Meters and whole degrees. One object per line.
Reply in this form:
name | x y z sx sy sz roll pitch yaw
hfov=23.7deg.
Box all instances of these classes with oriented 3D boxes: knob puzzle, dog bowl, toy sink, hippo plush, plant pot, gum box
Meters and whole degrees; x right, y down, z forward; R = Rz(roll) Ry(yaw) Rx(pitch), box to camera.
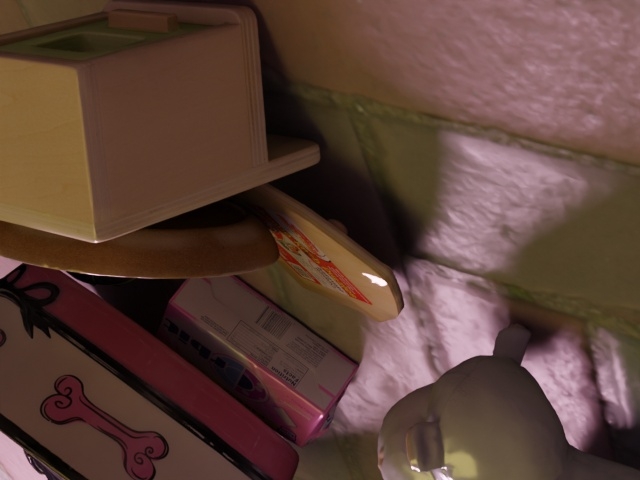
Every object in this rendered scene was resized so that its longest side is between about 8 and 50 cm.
knob puzzle | 0.000 0.000 1.215 0.213 0.030 0.213 35 167 10
dog bowl | -0.195 0.174 1.510 0.408 0.150 0.408 35 170 7
toy sink | -0.130 -0.101 1.106 0.152 0.234 0.131 13 114 41
hippo plush | 0.147 0.216 1.181 0.236 0.234 0.294 42 153 -11
plant pot | -0.147 -0.013 1.163 0.236 0.236 0.032 15 104 36
gum box | -0.059 0.110 1.443 0.188 0.062 0.107 36 153 4

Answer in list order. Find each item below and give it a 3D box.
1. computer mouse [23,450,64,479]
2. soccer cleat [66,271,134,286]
computer mouse | -0.324 0.305 2.054 0.272 0.072 0.188 34 157 35
soccer cleat | -0.246 -0.008 1.489 0.179 0.060 0.072 23 148 31
